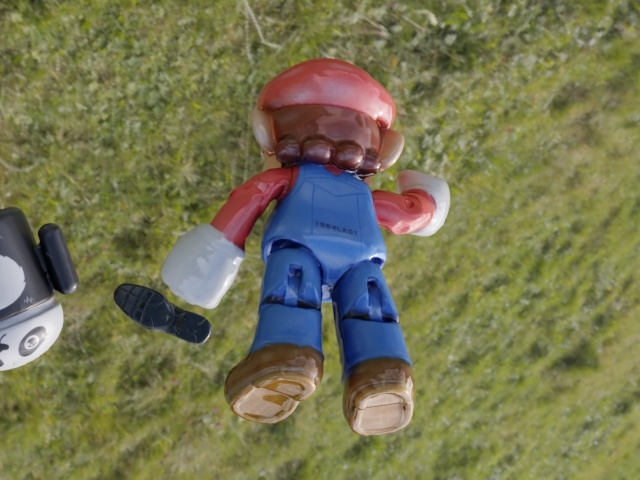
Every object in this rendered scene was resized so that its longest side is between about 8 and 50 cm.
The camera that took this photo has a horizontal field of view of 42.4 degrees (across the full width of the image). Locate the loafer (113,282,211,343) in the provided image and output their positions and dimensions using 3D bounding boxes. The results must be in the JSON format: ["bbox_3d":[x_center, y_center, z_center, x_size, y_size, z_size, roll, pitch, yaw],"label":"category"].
[{"bbox_3d":[-0.264,0.123,1.357,0.170,0.061,0.062,32,76,-15],"label":"loafer"}]

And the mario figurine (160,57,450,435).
[{"bbox_3d":[0.000,0.000,0.660,0.170,0.320,0.198,-24,137,30],"label":"mario figurine"}]

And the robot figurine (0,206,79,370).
[{"bbox_3d":[-0.492,0.055,1.215,0.173,0.209,0.278,-31,104,-54],"label":"robot figurine"}]
